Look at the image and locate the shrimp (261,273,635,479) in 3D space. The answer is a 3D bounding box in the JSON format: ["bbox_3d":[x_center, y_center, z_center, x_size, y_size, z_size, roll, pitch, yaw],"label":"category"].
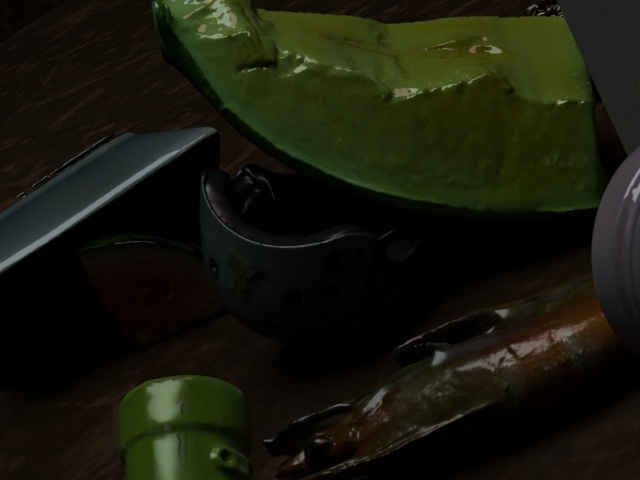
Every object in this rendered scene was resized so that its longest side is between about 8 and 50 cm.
[{"bbox_3d":[0.084,0.077,0.960,0.248,0.068,0.150,-24,7,-4],"label":"shrimp"}]

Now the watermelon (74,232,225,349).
[{"bbox_3d":[-0.140,0.038,1.313,0.125,0.135,0.094,16,88,59],"label":"watermelon"}]

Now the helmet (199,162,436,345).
[{"bbox_3d":[-0.006,0.015,1.145,0.153,0.107,0.177,19,16,29],"label":"helmet"}]

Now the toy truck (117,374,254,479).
[{"bbox_3d":[-0.019,0.177,0.656,0.148,0.210,0.187,-19,40,24],"label":"toy truck"}]

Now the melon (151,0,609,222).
[{"bbox_3d":[0.040,-0.100,1.154,0.323,0.124,0.196,7,30,-4],"label":"melon"}]

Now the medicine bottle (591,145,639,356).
[{"bbox_3d":[0.256,0.012,0.783,0.133,0.133,0.249,-37,23,-24],"label":"medicine bottle"}]

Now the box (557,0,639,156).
[{"bbox_3d":[0.244,-0.157,1.124,0.111,0.194,0.260,-19,22,23],"label":"box"}]

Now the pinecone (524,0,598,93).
[{"bbox_3d":[0.219,-0.171,1.349,0.102,0.102,0.109,-15,13,33],"label":"pinecone"}]

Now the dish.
[{"bbox_3d":[-0.200,-0.009,1.372,0.243,0.080,0.182,-35,-19,-20],"label":"dish"}]
